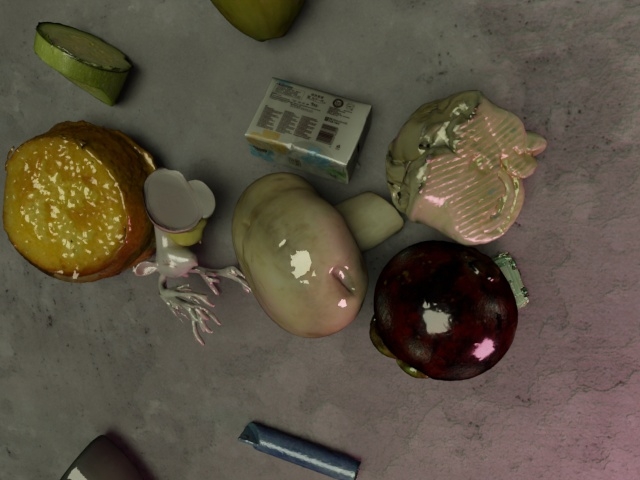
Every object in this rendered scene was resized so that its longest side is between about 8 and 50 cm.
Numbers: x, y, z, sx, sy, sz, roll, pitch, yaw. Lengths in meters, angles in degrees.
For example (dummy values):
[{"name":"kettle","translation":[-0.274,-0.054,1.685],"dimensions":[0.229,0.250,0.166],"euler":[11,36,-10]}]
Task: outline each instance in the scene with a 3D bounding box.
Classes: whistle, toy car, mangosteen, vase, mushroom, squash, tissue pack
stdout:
[{"name":"whistle","translation":[-0.053,0.518,1.461],"dimensions":[0.304,0.062,0.062],"euler":[15,104,13]},{"name":"toy car","translation":[0.400,0.087,1.265],"dimensions":[0.059,0.035,0.122],"euler":[-23,102,18]},{"name":"mangosteen","translation":[0.239,0.145,1.198],"dimensions":[0.311,0.311,0.311],"euler":[3,101,15]},{"name":"vase","translation":[-0.512,0.675,1.574],"dimensions":[0.321,0.173,0.173],"euler":[36,108,1]},{"name":"mushroom","translation":[-0.033,0.006,1.230],"dimensions":[0.325,0.353,0.353],"euler":[34,108,-9]},{"name":"squash","translation":[-0.550,-0.395,1.347],"dimensions":[0.220,0.220,0.133],"euler":[36,105,7]},{"name":"tissue pack","translation":[-0.020,-0.223,1.284],"dimensions":[0.229,0.145,0.159],"euler":[18,72,11]}]

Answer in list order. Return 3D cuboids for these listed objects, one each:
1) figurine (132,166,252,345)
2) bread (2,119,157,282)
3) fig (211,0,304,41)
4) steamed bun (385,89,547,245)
[{"name":"figurine","translation":[-0.289,0.044,1.321],"dimensions":[0.284,0.206,0.316],"euler":[31,142,17]},{"name":"bread","translation":[-0.552,-0.078,1.411],"dimensions":[0.398,0.215,0.398],"euler":[3,106,12]},{"name":"fig","translation":[-0.123,-0.537,1.202],"dimensions":[0.239,0.239,0.271],"euler":[-1,131,16]},{"name":"steamed bun","translation":[0.265,-0.144,1.181],"dimensions":[0.280,0.207,0.268],"euler":[26,97,-23]}]
